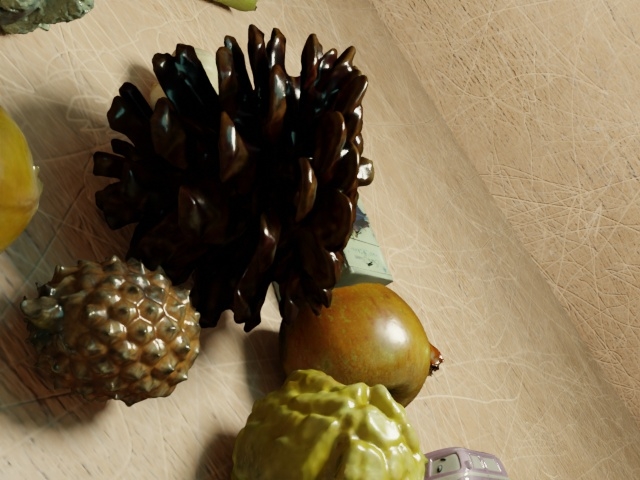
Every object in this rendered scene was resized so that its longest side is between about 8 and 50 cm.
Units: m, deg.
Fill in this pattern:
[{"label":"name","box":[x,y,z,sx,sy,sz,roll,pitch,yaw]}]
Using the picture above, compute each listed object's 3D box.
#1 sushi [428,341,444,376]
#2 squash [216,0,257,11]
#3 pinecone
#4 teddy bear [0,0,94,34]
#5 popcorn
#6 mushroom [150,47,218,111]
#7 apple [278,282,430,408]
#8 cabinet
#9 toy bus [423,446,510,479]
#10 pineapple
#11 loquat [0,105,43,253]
[{"label":"sushi","box":[0.124,0.172,1.428,0.226,0.097,0.103,48,18,7]},{"label":"squash","box":[-0.220,-0.536,1.495,0.287,0.137,0.137,-6,69,-61]},{"label":"pinecone","box":[-0.103,-0.080,0.984,0.397,0.397,0.398,43,30,-33]},{"label":"teddy bear","box":[-0.401,-0.320,0.973,0.213,0.111,0.133,12,27,-29]},{"label":"popcorn","box":[0.012,0.282,0.935,0.225,0.249,0.249,42,30,-26]},{"label":"mushroom","box":[-0.203,-0.221,1.212,0.154,0.122,0.154,172,-90,-83]},{"label":"apple","box":[0.044,0.161,1.156,0.237,0.237,0.208,28,28,-49]},{"label":"cabinet","box":[0.000,0.000,1.310,0.145,0.150,0.206,15,50,-57]},{"label":"toy bus","box":[0.227,0.429,1.300,0.202,0.141,0.142,28,46,-51]},{"label":"pineapple","box":[-0.223,0.088,0.796,0.193,0.166,0.166,27,41,-51]},{"label":"loquat","box":[-0.348,-0.058,0.676,0.179,0.179,0.227,64,8,7]}]
